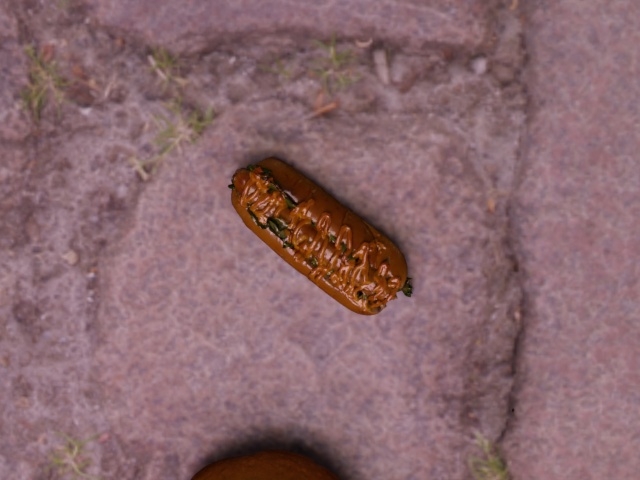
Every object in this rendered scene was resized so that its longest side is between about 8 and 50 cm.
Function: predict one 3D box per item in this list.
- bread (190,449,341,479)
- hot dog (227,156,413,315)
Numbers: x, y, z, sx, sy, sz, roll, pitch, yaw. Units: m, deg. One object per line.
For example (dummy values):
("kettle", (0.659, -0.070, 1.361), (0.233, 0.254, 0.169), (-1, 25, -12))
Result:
("bread", (-0.044, 0.321, 1.579), (0.195, 0.142, 0.269), (-6, 104, 11))
("hot dog", (0.000, 0.000, 1.524), (0.188, 0.055, 0.072), (37, 106, -3))
